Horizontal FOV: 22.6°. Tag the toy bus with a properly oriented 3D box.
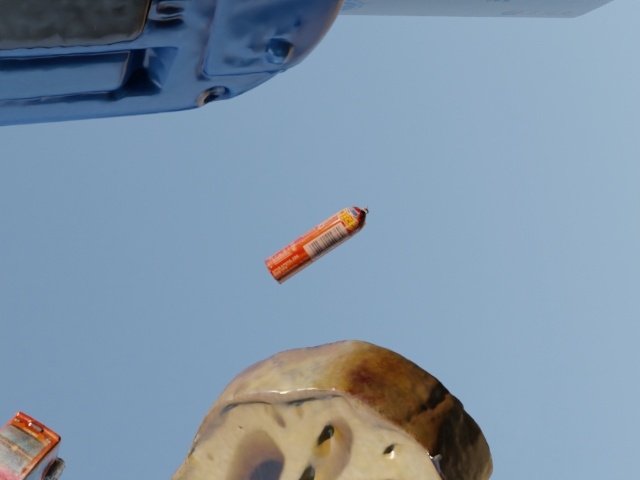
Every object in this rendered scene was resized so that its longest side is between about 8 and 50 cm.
[{"bbox_3d":[-0.305,0.259,1.596,0.065,0.192,0.077,29,-137,13],"label":"toy bus"}]

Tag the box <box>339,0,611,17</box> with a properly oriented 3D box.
[{"bbox_3d":[0.136,-0.257,1.464,0.343,0.200,0.065,-3,-96,-23],"label":"box"}]

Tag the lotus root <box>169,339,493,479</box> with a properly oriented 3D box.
[{"bbox_3d":[0.006,0.286,1.544,0.111,0.375,0.390,-51,-44,-59],"label":"lotus root"}]

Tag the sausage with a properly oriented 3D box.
[{"bbox_3d":[0.000,0.000,1.767,0.034,0.129,0.034,55,-175,-7],"label":"sausage"}]

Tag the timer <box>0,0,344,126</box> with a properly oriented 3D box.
[{"bbox_3d":[-0.114,-0.197,0.781,0.309,0.340,0.115,-6,-133,-21],"label":"timer"}]
